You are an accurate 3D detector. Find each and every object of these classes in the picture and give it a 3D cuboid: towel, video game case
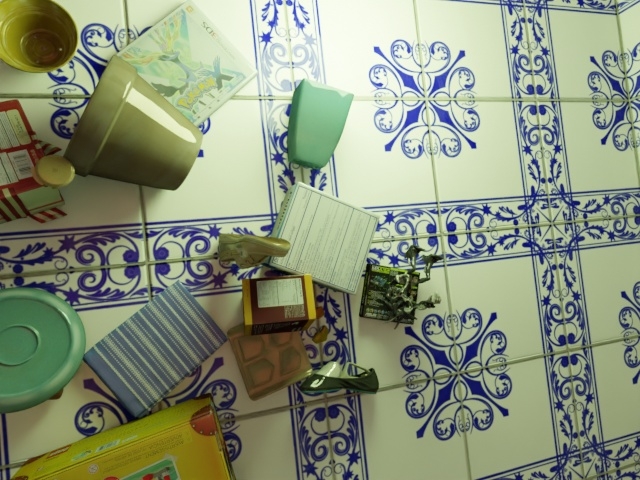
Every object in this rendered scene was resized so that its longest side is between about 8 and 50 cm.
[{"bbox_3d":[-0.472,0.313,1.233,0.336,0.040,0.243,-41,96,-17],"label":"towel"},{"bbox_3d":[-0.412,-0.528,1.304,0.300,0.036,0.329,46,76,-9],"label":"video game case"}]

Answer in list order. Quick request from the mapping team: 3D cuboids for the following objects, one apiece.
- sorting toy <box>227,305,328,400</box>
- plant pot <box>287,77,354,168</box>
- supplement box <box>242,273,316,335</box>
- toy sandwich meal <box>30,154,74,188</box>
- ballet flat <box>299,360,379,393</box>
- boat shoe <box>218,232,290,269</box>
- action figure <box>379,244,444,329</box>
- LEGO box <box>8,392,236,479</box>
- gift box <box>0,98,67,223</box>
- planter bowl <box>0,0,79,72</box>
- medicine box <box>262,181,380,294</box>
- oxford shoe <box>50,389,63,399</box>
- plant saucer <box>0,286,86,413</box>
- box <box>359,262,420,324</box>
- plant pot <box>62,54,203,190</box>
[{"bbox_3d":[-0.112,0.333,1.334,0.307,0.041,0.229,-19,88,-17],"label":"sorting toy"},{"bbox_3d":[-0.018,-0.354,1.346,0.165,0.166,0.234,13,89,-15],"label":"plant pot"},{"bbox_3d":[-0.127,0.192,1.235,0.194,0.191,0.129,-3,69,-11],"label":"supplement box"},{"bbox_3d":[-0.616,-0.157,0.982,0.085,0.029,0.085,5,80,-31],"label":"toy sandwich meal"},{"bbox_3d":[0.062,0.435,1.349,0.280,0.095,0.096,12,72,-29],"label":"ballet flat"},{"bbox_3d":[-0.195,0.034,1.206,0.109,0.302,0.098,6,89,-44],"label":"boat shoe"},{"bbox_3d":[0.294,0.153,1.366,0.164,0.141,0.276,28,75,-13],"label":"action figure"},{"bbox_3d":[-0.480,0.687,1.116,0.500,0.193,0.372,-15,90,-17],"label":"LEGO box"},{"bbox_3d":[-0.783,-0.171,1.058,0.276,0.258,0.255,-19,91,-30],"label":"gift box"},{"bbox_3d":[-0.775,-0.549,1.170,0.217,0.090,0.217,1,86,-16],"label":"planter bowl"},{"bbox_3d":[0.000,0.000,1.329,0.289,0.149,0.263,21,81,-14],"label":"medicine box"},{"bbox_3d":[-0.792,0.389,1.114,0.212,0.076,0.076,10,115,-9],"label":"oxford shoe"},{"bbox_3d":[-0.770,0.266,1.071,0.317,0.044,0.317,16,60,-29],"label":"plant saucer"},{"bbox_3d":[0.236,0.182,1.442,0.190,0.045,0.184,10,81,-15],"label":"box"},{"bbox_3d":[-0.487,-0.278,1.146,0.280,0.323,0.323,25,79,-29],"label":"plant pot"}]
